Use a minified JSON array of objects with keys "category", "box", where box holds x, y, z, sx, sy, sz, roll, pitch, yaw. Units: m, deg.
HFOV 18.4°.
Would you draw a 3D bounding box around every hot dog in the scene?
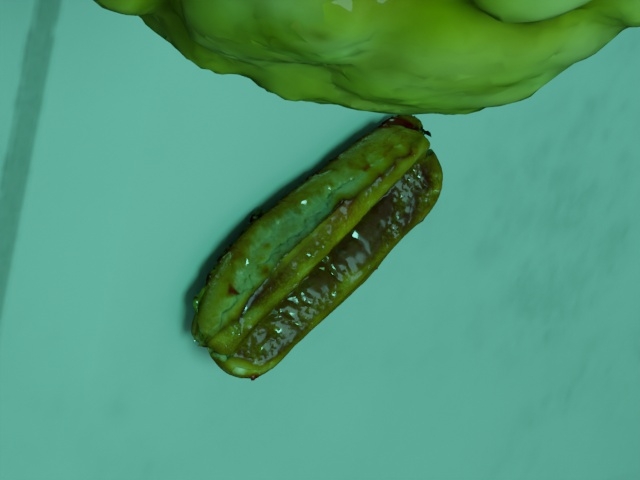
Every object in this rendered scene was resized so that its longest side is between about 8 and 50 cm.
[{"category":"hot dog","box":[-0.001,-0.001,0.864,0.144,0.038,0.062,-45,138,-17]}]

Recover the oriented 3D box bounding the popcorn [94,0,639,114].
[{"category":"popcorn","box":[0.044,-0.239,0.496,0.390,0.344,0.354,-34,144,-27]}]
